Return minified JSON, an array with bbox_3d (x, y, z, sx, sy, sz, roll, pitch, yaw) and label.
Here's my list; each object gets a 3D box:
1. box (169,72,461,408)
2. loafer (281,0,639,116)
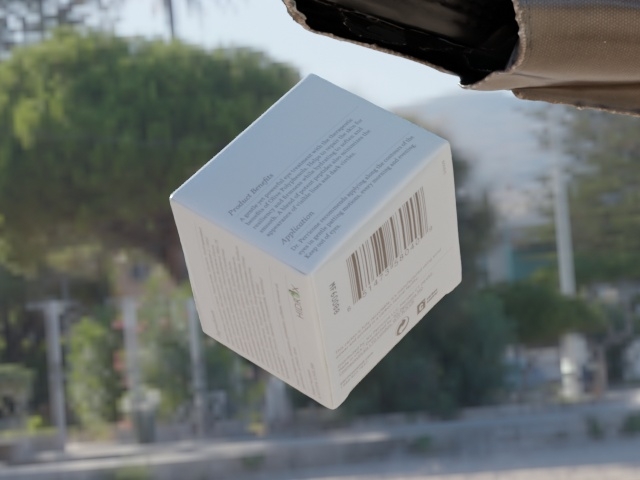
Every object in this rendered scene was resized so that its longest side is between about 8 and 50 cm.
[{"bbox_3d":[0.000,0.000,0.889,0.087,0.102,0.101,29,58,29],"label":"box"},{"bbox_3d":[0.131,-0.128,1.160,0.366,0.130,0.134,12,-48,0],"label":"loafer"}]
